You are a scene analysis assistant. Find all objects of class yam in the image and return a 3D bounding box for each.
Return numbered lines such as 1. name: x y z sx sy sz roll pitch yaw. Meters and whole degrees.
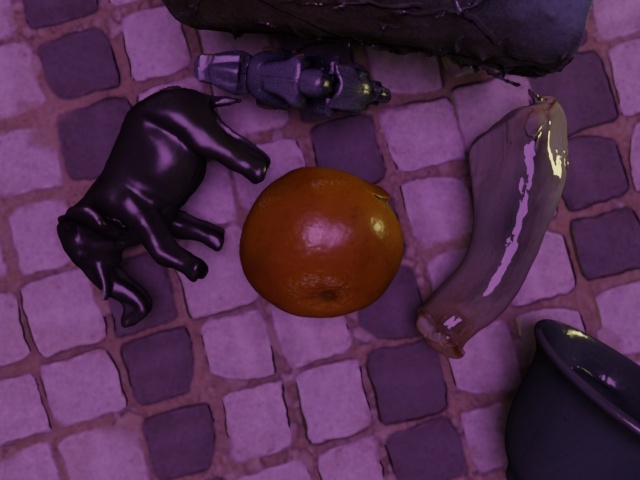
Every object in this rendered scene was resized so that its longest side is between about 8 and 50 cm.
1. yam: 0.039 -0.267 0.509 0.348 0.241 0.241 7 90 2

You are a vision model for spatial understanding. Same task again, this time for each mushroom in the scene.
1. mushroom: 0.175 -0.014 0.587 0.096 0.099 0.278 18 93 4

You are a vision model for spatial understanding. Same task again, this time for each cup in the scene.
1. cup: 0.252 0.194 0.559 0.199 0.199 0.150 29 107 -1

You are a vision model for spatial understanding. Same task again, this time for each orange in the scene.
1. orange: 0.000 0.000 0.560 0.154 0.155 0.134 -8 48 -1

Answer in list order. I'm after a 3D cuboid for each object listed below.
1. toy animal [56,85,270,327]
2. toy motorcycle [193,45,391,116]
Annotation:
1. toy animal: -0.156 -0.035 0.575 0.146 0.114 0.245 30 84 -10
2. toy motorcycle: -0.022 -0.152 0.565 0.193 0.124 0.061 8 103 -4
